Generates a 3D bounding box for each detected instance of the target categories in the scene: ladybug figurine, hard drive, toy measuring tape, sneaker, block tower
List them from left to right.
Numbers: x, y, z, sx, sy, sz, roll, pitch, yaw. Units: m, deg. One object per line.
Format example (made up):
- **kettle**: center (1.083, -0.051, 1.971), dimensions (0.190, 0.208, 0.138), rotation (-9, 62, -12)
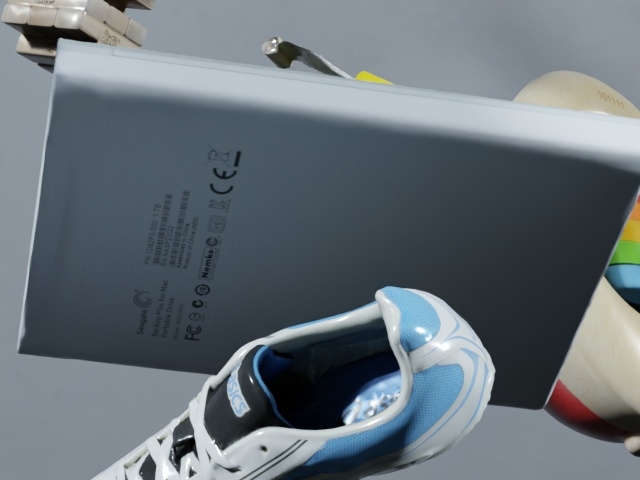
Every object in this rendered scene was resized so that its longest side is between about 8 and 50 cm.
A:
- **block tower**: center (-0.172, -0.310, 1.509), dimensions (0.091, 0.097, 0.335), rotation (29, 73, -58)
- **sneaker**: center (-0.039, 0.090, 0.762), dimensions (0.237, 0.085, 0.086), rotation (-31, 132, 16)
- **hard drive**: center (0.000, 0.000, 0.945), dimensions (0.308, 0.040, 0.203), rotation (7, 132, -10)
- **toy measuring tape**: center (0.035, -0.110, 1.781), dimensions (0.121, 0.330, 0.121), rotation (-26, 130, -36)
- **ladybug figurine**: center (0.280, 0.030, 1.812), dimensions (0.305, 0.449, 0.162), rotation (22, 136, -30)
